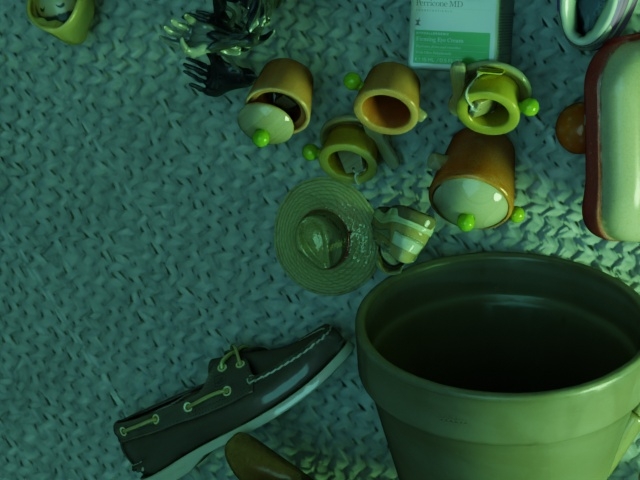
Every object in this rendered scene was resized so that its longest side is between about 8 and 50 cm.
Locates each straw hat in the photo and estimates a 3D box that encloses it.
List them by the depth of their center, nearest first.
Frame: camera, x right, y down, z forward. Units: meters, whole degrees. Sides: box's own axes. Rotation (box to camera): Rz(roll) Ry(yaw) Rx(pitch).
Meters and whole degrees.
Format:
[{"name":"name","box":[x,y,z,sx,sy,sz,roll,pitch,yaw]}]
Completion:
[{"name":"straw hat","box":[0.000,0.000,1.990,0.144,0.061,0.144,2,99,14]}]

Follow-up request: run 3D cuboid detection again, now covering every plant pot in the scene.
[{"name":"plant pot","box":[0.200,0.206,1.865,0.323,0.323,0.280,5,116,14]}]

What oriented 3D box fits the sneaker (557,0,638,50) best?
[{"name":"sneaker","box":[0.319,-0.337,1.802,0.102,0.161,0.282,14,101,14]}]

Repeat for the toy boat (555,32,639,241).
[{"name":"toy boat","box":[0.322,-0.115,1.861,0.151,0.151,0.231,14,112,48]}]

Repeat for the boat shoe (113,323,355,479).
[{"name":"boat shoe","box":[-0.107,0.183,2.023,0.324,0.116,0.097,-34,92,23]}]

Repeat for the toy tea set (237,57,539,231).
[{"name":"toy tea set","box":[0.074,-0.100,1.880,0.336,0.124,0.200,5,142,15]}]

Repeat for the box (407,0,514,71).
[{"name":"box","box":[0.157,-0.232,1.891,0.101,0.102,0.087,5,98,15]}]

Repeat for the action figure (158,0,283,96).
[{"name":"action figure","box":[-0.108,-0.266,1.861,0.141,0.276,0.164,9,65,-9]}]

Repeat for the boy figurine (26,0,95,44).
[{"name":"boy figurine","box":[-0.323,-0.372,2.003,0.177,0.092,0.285,-2,95,12]}]

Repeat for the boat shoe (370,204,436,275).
[{"name":"boat shoe","box":[0.082,0.003,1.899,0.068,0.190,0.072,21,86,1]}]

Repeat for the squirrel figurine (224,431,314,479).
[{"name":"squirrel figurine","box":[-0.040,0.475,1.915,0.281,0.397,0.370,24,74,47]}]

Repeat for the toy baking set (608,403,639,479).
[{"name":"toy baking set","box":[0.397,0.290,1.947,0.196,0.030,0.256,36,106,7]}]
